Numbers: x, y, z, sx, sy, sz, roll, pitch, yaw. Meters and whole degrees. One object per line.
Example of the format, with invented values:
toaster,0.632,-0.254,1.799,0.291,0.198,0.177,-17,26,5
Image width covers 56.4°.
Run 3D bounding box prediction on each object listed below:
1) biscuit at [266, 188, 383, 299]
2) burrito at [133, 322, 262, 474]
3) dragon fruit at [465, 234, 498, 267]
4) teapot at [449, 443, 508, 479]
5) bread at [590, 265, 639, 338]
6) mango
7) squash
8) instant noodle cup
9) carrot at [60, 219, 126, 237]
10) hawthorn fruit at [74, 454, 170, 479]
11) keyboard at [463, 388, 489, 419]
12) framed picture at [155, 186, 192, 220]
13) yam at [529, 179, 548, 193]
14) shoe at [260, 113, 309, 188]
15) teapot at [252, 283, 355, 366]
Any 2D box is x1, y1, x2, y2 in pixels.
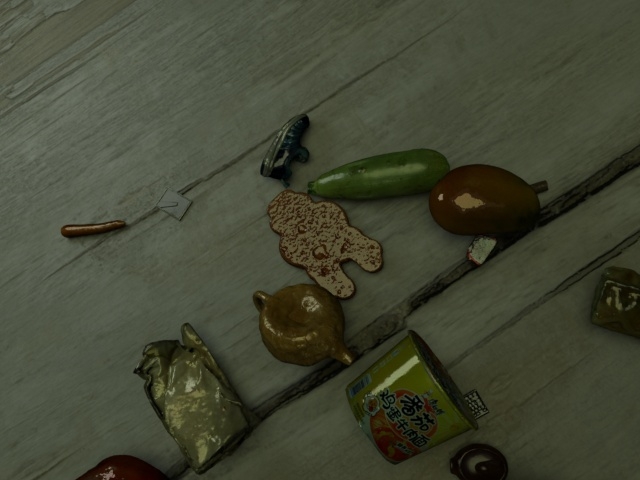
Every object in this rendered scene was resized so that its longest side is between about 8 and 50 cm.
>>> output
biscuit,0.000,0.000,1.543,0.334,0.047,0.202,42,86,13
burrito,-0.303,0.378,1.460,0.190,0.135,0.331,-36,71,-9
dragon fruit,0.392,0.020,1.463,0.056,0.060,0.083,31,94,16
teapot,0.357,0.510,1.346,0.129,0.078,0.098,2,77,10
bread,0.751,0.156,1.338,0.268,0.130,0.152,17,76,12
mango,0.388,-0.099,1.428,0.255,0.139,0.175,-2,77,4
squash,0.141,-0.162,1.522,0.371,0.118,0.118,-6,76,10
instant noodle cup,0.195,0.359,1.329,0.200,0.264,0.264,-36,74,8
carrot,-0.631,-0.033,1.665,0.190,0.037,0.037,-6,76,4
hawthorn fruit,-0.435,0.634,1.358,0.301,0.254,0.254,11,79,24
keyboard,0.297,0.427,1.411,0.198,0.010,0.063,-30,72,2
framed picture,-0.407,-0.102,1.655,0.089,0.006,0.066,30,84,15
yam,0.497,-0.115,1.493,0.146,0.032,0.032,-20,75,3
shoe,-0.080,-0.244,1.600,0.106,0.091,0.207,27,78,-8
teapot,-0.048,0.216,1.452,0.311,0.167,0.203,23,53,32
